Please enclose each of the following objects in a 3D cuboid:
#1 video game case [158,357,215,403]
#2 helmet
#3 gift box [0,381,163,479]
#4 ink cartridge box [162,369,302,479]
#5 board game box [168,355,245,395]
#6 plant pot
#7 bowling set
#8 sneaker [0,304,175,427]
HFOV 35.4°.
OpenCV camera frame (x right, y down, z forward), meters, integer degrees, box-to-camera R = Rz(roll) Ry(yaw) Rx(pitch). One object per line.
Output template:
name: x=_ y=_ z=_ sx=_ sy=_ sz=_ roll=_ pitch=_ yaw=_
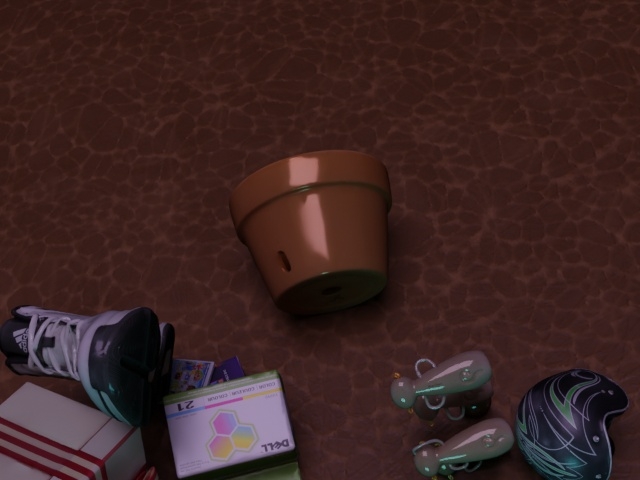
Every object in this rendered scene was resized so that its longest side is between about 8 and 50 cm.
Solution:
video game case: x=-0.247 y=0.239 z=1.699 sx=0.122 sy=0.011 sz=0.087 roll=3 pitch=50 yaw=16
helmet: x=0.376 y=0.286 z=1.511 sx=0.169 sy=0.169 sz=0.161 roll=29 pitch=46 yaw=29
gift box: x=-0.389 y=0.401 z=1.511 sx=0.258 sy=0.276 sz=0.255 roll=15 pitch=42 yaw=26
ink cartridge box: x=-0.123 y=0.352 z=1.551 sx=0.189 sy=0.097 sz=0.255 roll=-14 pitch=66 yaw=-4
board game box: x=-0.176 y=0.293 z=1.680 sx=0.141 sy=0.048 sz=0.170 roll=-22 pitch=51 yaw=-6
plant pot: x=0.000 y=0.000 z=1.754 sx=0.291 sy=0.291 sz=0.203 roll=-13 pitch=66 yaw=0
bowling set: x=0.210 y=0.301 z=1.553 sx=0.154 sy=0.200 sz=0.287 roll=-19 pitch=93 yaw=1
sneaker: x=-0.367 y=0.179 z=1.482 sx=0.257 sy=0.447 sz=0.169 roll=5 pitch=83 yaw=-2
